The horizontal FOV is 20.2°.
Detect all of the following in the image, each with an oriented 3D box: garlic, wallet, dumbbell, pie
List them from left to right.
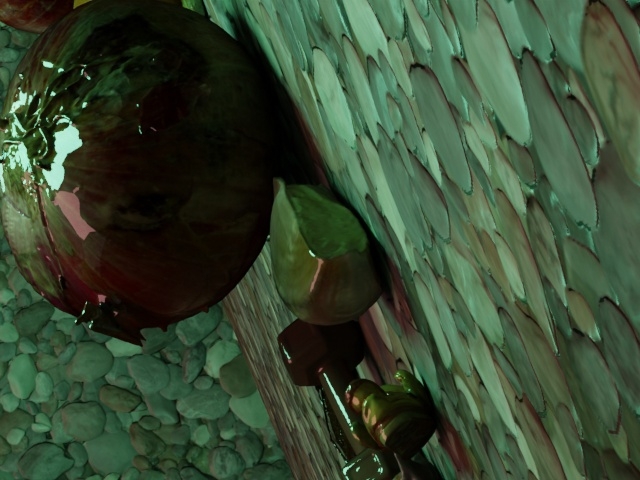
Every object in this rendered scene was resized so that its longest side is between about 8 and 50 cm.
[{"bbox_3d":[-0.148,-0.273,2.049,0.085,0.017,0.085,159,90,-82],"label":"pie"},{"bbox_3d":[0.002,0.015,1.560,0.195,0.087,0.101,-119,22,-63],"label":"garlic"},{"bbox_3d":[0.011,0.165,2.121,0.243,0.039,0.133,79,168,-59],"label":"wallet"},{"bbox_3d":[0.032,0.170,1.794,0.082,0.092,0.231,32,-154,-51],"label":"dumbbell"}]

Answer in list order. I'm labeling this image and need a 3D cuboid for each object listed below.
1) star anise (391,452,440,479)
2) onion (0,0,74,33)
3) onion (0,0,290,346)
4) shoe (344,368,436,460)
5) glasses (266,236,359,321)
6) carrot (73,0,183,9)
[{"bbox_3d":[0.141,0.302,1.601,0.227,0.218,0.148,25,140,8],"label":"star anise"},{"bbox_3d":[-0.360,-0.395,2.266,0.276,0.276,0.276,158,90,-83],"label":"onion"},{"bbox_3d":[-0.185,-0.067,1.783,0.353,0.353,0.354,158,90,-83],"label":"onion"},{"bbox_3d":[0.062,0.147,1.553,0.069,0.072,0.109,42,-159,17],"label":"shoe"},{"bbox_3d":[-0.004,0.044,1.763,0.140,0.062,0.104,89,156,-74],"label":"glasses"},{"bbox_3d":[-0.217,-0.281,2.124,0.225,0.159,0.159,101,148,-57],"label":"carrot"}]
